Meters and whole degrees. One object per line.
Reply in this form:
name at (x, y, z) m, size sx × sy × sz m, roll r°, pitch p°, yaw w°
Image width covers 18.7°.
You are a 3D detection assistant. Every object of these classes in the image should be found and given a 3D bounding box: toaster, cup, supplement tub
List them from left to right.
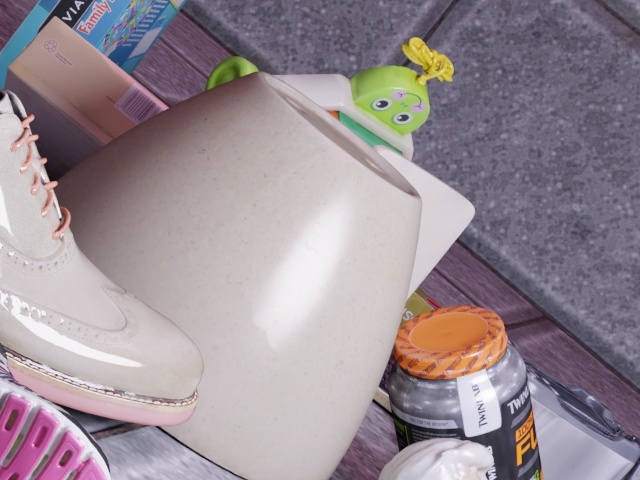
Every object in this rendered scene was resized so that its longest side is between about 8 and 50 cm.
cup at (-0.057, 0.007, 1.554) m, size 0.331 × 0.237 × 0.331 m, roll 37°, pitch 9°, yaw -7°
supplement tub at (0.121, 0.158, 1.616) m, size 0.117 × 0.117 × 0.190 m, roll -124°, pitch -160°, yaw -62°
toaster at (0.202, 0.203, 1.893) m, size 0.227 × 0.146 × 0.129 m, roll 33°, pitch 11°, yaw -29°

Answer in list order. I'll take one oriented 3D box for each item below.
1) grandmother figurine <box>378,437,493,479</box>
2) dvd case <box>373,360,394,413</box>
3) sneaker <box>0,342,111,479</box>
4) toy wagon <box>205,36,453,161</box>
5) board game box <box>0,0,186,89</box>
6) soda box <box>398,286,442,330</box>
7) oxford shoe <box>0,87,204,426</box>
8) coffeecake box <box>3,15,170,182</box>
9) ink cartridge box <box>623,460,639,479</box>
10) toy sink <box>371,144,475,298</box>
grandmother figurine at (0.145, 0.266, 1.434) m, size 0.342 × 0.104 × 0.208 m, roll 52°, pitch -10°, yaw 45°
dvd case at (0.096, 0.171, 2.044) m, size 0.221 × 0.018 × 0.164 m, roll 37°, pitch 8°, yaw -4°
sneaker at (-0.190, 0.095, 1.127) m, size 0.170 × 0.063 × 0.075 m, roll 33°, pitch 15°, yaw -5°
toy wagon at (-0.020, -0.086, 1.897) m, size 0.267 × 0.344 × 0.068 m, roll 30°, pitch 43°, yaw -43°
board game box at (-0.200, -0.262, 2.007) m, size 0.079 × 0.336 × 0.254 m, roll 39°, pitch 8°, yaw 2°
soda box at (0.143, 0.122, 2.339) m, size 0.181 × 0.061 × 0.058 m, roll 41°, pitch 10°, yaw 17°
oxford shoe at (-0.218, -0.014, 1.290) m, size 0.397 × 0.146 × 0.140 m, roll 35°, pitch 9°, yaw -24°
coffeecake box at (-0.212, -0.099, 1.745) m, size 0.142 × 0.068 × 0.185 m, roll 38°, pitch -22°, yaw 0°
ink cartridge box at (0.340, 0.330, 1.744) m, size 0.065 × 0.165 × 0.332 m, roll 35°, pitch 9°, yaw -29°
toy sink at (0.000, 0.000, 1.821) m, size 0.153 × 0.234 × 0.131 m, roll 29°, pitch 13°, yaw -44°
